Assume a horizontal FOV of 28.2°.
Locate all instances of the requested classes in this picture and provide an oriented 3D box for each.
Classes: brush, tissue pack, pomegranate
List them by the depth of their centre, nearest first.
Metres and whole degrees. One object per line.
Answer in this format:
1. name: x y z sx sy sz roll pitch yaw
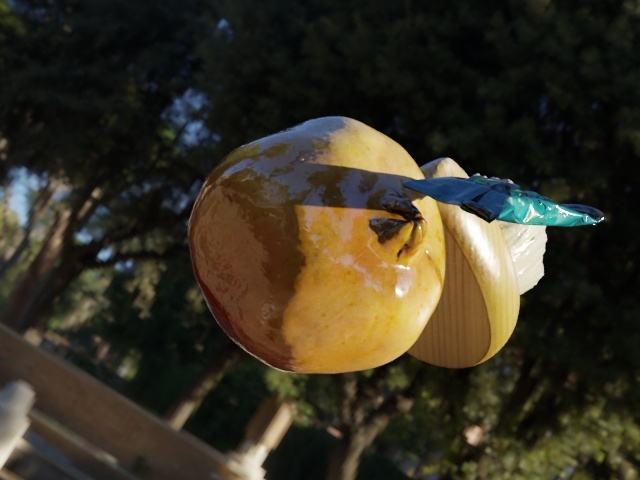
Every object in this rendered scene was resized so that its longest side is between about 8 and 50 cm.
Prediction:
1. tissue pack: 0.135 -0.030 0.914 0.138 0.028 0.085 5 13 -46
2. pomegranate: -0.004 0.003 1.010 0.209 0.209 0.209 30 -13 8
3. brush: 0.144 -0.003 1.331 0.174 0.166 0.266 22 -36 23
